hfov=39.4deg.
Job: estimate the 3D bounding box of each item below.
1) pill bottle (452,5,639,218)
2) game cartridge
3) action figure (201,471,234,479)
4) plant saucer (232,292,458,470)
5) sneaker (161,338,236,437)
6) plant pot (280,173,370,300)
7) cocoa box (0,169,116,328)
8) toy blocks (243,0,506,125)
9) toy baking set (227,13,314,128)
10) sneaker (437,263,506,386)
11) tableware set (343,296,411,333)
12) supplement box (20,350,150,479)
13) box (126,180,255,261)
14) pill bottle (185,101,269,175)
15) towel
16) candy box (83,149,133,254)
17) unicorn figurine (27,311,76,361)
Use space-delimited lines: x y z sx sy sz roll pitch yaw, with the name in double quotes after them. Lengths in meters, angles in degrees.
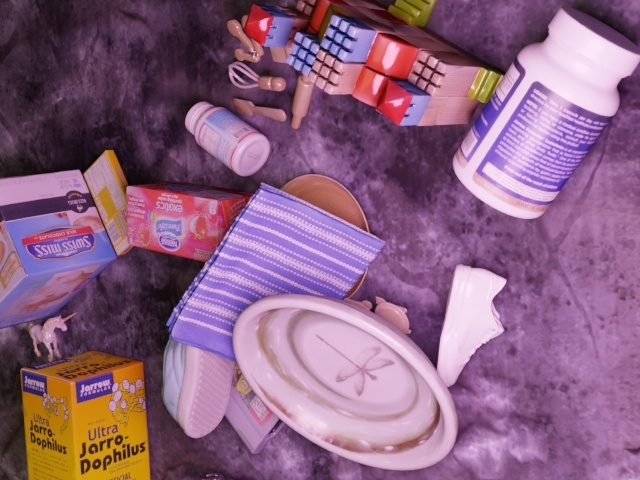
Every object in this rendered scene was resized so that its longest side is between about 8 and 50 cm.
0.308 -0.173 1.219 0.153 0.153 0.264 45 122 25 "pill bottle"
-0.109 0.245 1.695 0.196 0.060 0.294 51 125 26 "game cartridge"
-0.115 0.534 1.689 0.276 0.141 0.164 6 99 42 "action figure"
0.049 0.212 1.464 0.401 0.100 0.400 20 139 18 "plant saucer"
-0.232 0.184 1.669 0.150 0.135 0.365 32 112 34 "sneaker"
0.000 0.000 1.578 0.236 0.032 0.236 7 101 38 "plant pot"
-0.660 0.032 1.987 0.347 0.231 0.228 -36 75 41 "cocoa box"
0.067 -0.282 1.329 0.381 0.261 0.190 39 119 28 "toy blocks"
-0.089 -0.289 1.567 0.197 0.030 0.256 40 149 20 "toy baking set"
0.235 0.143 1.388 0.094 0.080 0.212 10 116 5 "sneaker"
0.104 0.161 1.494 0.141 0.020 0.168 4 123 40 "tableware set"
-0.511 0.444 1.962 0.195 0.194 0.356 4 100 39 "supplement box"
-0.241 -0.039 1.708 0.257 0.128 0.122 10 103 37 "box"
-0.175 -0.192 1.655 0.160 0.087 0.087 38 119 30 "pill bottle"
-0.081 0.081 1.495 0.336 0.243 0.040 -54 24 26 "towel"
-0.443 -0.082 1.932 0.105 0.027 0.205 -34 76 37 "candy box"
-0.647 0.228 2.125 0.162 0.060 0.111 2 111 29 "unicorn figurine"
